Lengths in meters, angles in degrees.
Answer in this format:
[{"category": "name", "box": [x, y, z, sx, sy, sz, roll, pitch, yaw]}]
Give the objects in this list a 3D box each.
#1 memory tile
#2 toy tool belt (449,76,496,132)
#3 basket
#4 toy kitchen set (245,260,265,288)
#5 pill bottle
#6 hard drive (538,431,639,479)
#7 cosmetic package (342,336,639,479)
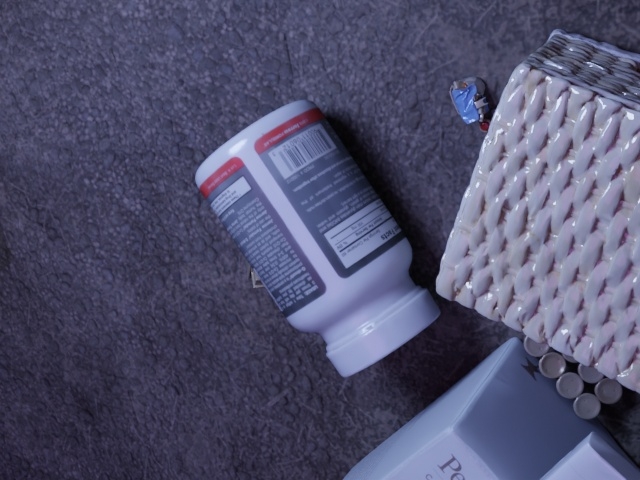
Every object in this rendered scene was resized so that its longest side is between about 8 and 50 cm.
[{"category": "memory tile", "box": [0.365, 0.166, 1.378, 0.113, 0.012, 0.148, -38, 86, 4]}, {"category": "toy tool belt", "box": [0.207, -0.182, 1.349, 0.052, 0.051, 0.083, -24, 95, 31]}, {"category": "basket", "box": [0.348, -0.039, 1.203, 0.328, 0.266, 0.331, 26, 117, 17]}, {"category": "toy kitchen set", "box": [-0.079, 0.036, 1.579, 0.068, 0.075, 0.083, 110, 152, -62]}, {"category": "pill bottle", "box": [0.000, 0.000, 1.419, 0.210, 0.210, 0.363, -34, 89, 31]}, {"category": "hard drive", "box": [0.280, 0.411, 1.127, 0.233, 0.047, 0.353, 42, 117, 8]}, {"category": "cosmetic package", "box": [0.208, 0.413, 1.378, 0.329, 0.327, 0.393, 47, 119, 6]}]
